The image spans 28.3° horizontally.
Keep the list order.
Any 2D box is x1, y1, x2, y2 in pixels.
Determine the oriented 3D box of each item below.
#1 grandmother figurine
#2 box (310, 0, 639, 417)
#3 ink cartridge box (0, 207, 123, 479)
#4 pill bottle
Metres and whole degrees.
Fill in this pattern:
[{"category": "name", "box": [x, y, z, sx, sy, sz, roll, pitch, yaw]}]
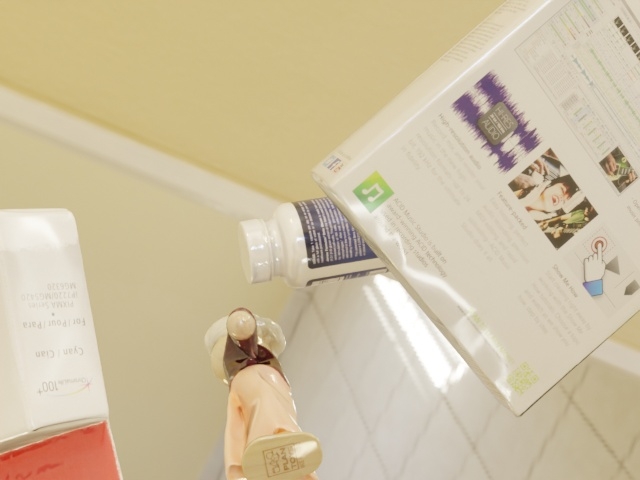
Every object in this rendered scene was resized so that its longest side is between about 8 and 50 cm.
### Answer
[{"category": "grandmother figurine", "box": [-0.065, 0.163, 1.310, 0.342, 0.104, 0.207, -123, 26, -69]}, {"category": "box", "box": [0.185, -0.064, 0.884, 0.322, 0.232, 0.058, -40, 23, -1]}, {"category": "ink cartridge box", "box": [-0.244, 0.144, 0.857, 0.296, 0.066, 0.261, -23, 76, 44]}, {"category": "pill bottle", "box": [0.000, 0.000, 1.374, 0.094, 0.169, 0.094, 171, 90, -77]}]
